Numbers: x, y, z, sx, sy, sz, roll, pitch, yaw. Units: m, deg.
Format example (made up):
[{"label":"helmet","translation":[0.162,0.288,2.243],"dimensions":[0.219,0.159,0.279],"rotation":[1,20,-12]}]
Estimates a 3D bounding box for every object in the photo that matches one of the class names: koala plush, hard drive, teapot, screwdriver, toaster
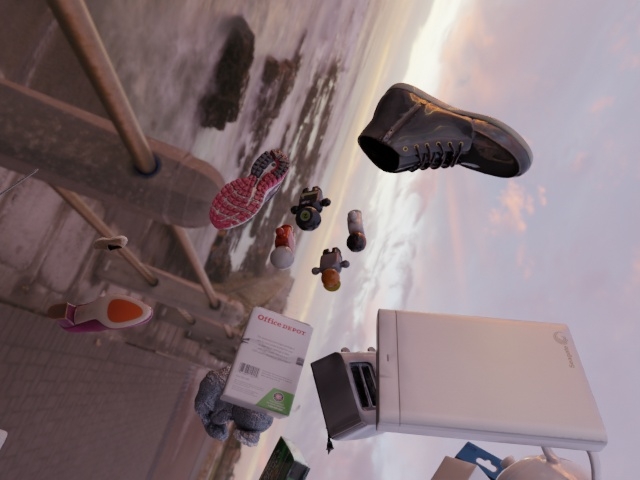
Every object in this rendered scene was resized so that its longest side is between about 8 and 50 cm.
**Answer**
[{"label":"koala plush","translation":[-0.222,0.471,1.414],"dimensions":[0.196,0.221,0.203],"rotation":[-49,138,-29]},{"label":"hard drive","translation":[0.274,0.230,0.872],"dimensions":[0.233,0.352,0.047],"rotation":[-83,177,-48]},{"label":"teapot","translation":[0.433,0.508,0.992],"dimensions":[0.256,0.187,0.253],"rotation":[-34,141,-2]},{"label":"screwdriver","translation":[-0.574,-0.085,0.911],"dimensions":[0.169,0.024,0.025],"rotation":[-32,-164,4]},{"label":"toaster","translation":[0.083,0.312,1.016],"dimensions":[0.110,0.168,0.186],"rotation":[-42,-128,38]}]

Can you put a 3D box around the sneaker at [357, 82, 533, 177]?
[{"label":"sneaker","translation":[0.163,-0.116,0.675],"dimensions":[0.118,0.222,0.083],"rotation":[-57,167,-29]}]

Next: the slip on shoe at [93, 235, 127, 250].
[{"label":"slip on shoe","translation":[-0.742,0.017,1.770],"dimensions":[0.051,0.135,0.041],"rotation":[66,20,-51]}]

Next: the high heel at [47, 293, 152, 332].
[{"label":"high heel","translation":[-0.753,0.271,1.797],"dimensions":[0.181,0.376,0.127],"rotation":[73,21,-65]}]

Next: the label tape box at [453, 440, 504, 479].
[{"label":"label tape box","translation":[0.502,0.881,1.671],"dimensions":[0.348,0.115,0.249],"rotation":[-47,-156,-18]}]

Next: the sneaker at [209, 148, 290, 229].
[{"label":"sneaker","translation":[-0.196,-0.130,1.456],"dimensions":[0.299,0.121,0.112],"rotation":[-46,172,-28]}]

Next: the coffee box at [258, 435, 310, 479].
[{"label":"coffee box","translation":[-0.077,0.473,1.012],"dimensions":[0.113,0.040,0.184],"rotation":[-62,-172,-11]}]

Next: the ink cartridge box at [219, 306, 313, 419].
[{"label":"ink cartridge box","translation":[-0.126,0.291,1.206],"dimensions":[0.092,0.160,0.220],"rotation":[125,-15,-61]}]

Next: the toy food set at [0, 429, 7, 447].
[{"label":"toy food set","translation":[-0.901,0.450,1.158],"dimensions":[0.306,0.219,0.093],"rotation":[-22,-129,33]}]

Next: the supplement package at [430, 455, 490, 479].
[{"label":"supplement package","translation":[0.417,0.729,1.364],"dimensions":[0.139,0.244,0.134],"rotation":[-45,-170,-25]}]

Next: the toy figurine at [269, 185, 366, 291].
[{"label":"toy figurine","translation":[0.000,0.000,1.227],"dimensions":[0.213,0.209,0.148],"rotation":[-53,-163,30]}]
